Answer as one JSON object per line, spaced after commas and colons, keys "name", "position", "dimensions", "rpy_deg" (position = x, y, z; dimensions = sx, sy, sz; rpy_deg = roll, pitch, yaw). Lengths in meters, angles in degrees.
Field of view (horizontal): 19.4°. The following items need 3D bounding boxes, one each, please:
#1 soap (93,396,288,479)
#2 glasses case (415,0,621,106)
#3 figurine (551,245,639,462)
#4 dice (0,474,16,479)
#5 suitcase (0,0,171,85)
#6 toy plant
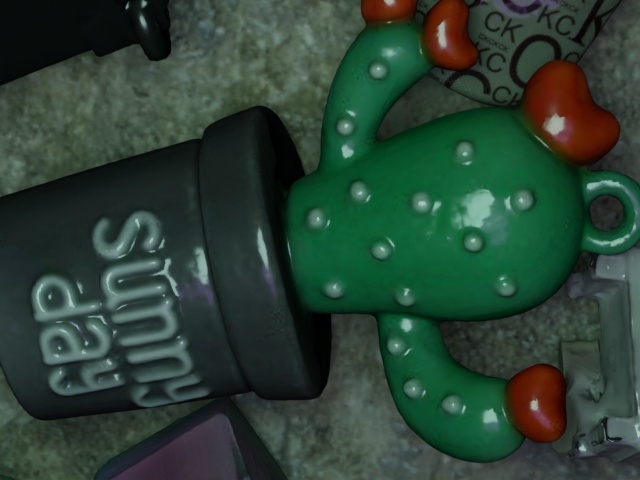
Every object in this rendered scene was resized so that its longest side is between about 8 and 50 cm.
{"name": "soap", "position": [-0.026, 0.271, 1.216], "dimensions": [0.109, 0.193, 0.324], "rpy_deg": [-30, 98, 5]}
{"name": "glasses case", "position": [0.171, -0.246, 1.157], "dimensions": [0.137, 0.085, 0.354], "rpy_deg": [33, 101, -3]}
{"name": "figurine", "position": [0.284, 0.085, 1.204], "dimensions": [0.257, 0.182, 0.144], "rpy_deg": [3, 144, -5]}
{"name": "dice", "position": [-0.293, 0.326, 1.123], "dimensions": [0.318, 0.330, 0.322], "rpy_deg": [-13, 76, -3]}
{"name": "suitcase", "position": [-0.287, -0.211, 1.072], "dimensions": [0.345, 0.188, 0.339], "rpy_deg": [-20, 136, 7]}
{"name": "toy plant", "position": [0.002, 0.013, 1.157], "dimensions": [0.400, 0.185, 0.279], "rpy_deg": [-12, 66, 7]}
